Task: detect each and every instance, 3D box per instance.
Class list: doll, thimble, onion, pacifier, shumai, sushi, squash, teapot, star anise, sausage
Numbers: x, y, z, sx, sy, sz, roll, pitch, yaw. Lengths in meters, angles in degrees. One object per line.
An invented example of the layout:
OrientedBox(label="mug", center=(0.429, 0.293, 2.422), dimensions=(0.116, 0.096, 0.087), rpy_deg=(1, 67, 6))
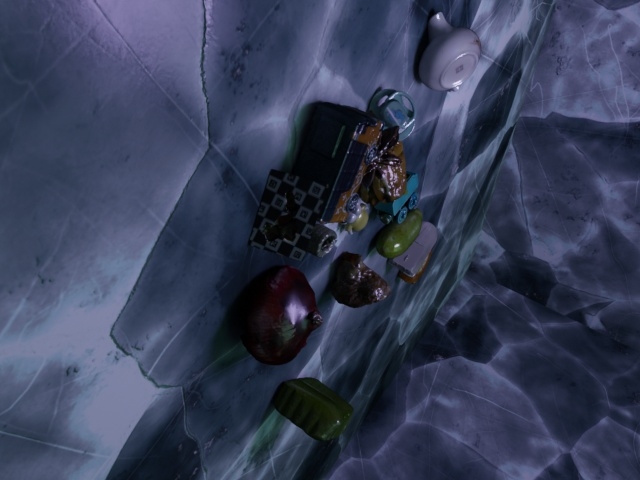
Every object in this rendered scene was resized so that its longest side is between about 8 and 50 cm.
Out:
OrientedBox(label="doll", center=(0.104, -0.076, 1.598), dimensions=(0.106, 0.062, 0.162), rpy_deg=(-58, 158, -2))
OrientedBox(label="thimble", center=(0.000, 0.000, 1.467), dimensions=(0.110, 0.062, 0.085), rpy_deg=(-12, 127, -59))
OrientedBox(label="onion", center=(-0.079, 0.205, 1.366), dimensions=(0.272, 0.195, 0.272), rpy_deg=(13, 90, -68))
OrientedBox(label="pacifier", center=(0.202, -0.359, 1.460), dimensions=(0.127, 0.150, 0.116), rpy_deg=(-45, -165, 3))
OrientedBox(label="shumai", center=(0.130, 0.123, 1.735), dimensions=(0.166, 0.205, 0.176), rpy_deg=(-33, 122, -57))
OrientedBox(label="sushi", center=(-0.075, -0.064, 1.204), dimensions=(0.031, 0.139, 0.201), rpy_deg=(-98, -153, -71))
OrientedBox(label="squash", center=(0.331, -0.038, 2.032), dimensions=(0.370, 0.118, 0.118), rpy_deg=(-37, 146, -48))
OrientedBox(label="teapot", center=(0.392, -0.557, 1.595), dimensions=(0.204, 0.139, 0.298), rpy_deg=(-31, 154, -4))
OrientedBox(label="star anise", center=(0.122, -0.233, 1.390), dimensions=(0.229, 0.093, 0.236), rpy_deg=(37, 96, -35))
OrientedBox(label="sausage", center=(0.459, 0.074, 2.423), dimensions=(0.109, 0.108, 0.271), rpy_deg=(3, 110, -64))

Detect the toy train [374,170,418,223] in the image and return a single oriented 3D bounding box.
OrientedBox(label="toy train", center=(0.265, -0.155, 1.794), dimensions=(0.198, 0.107, 0.154), rpy_deg=(-50, 146, -26))

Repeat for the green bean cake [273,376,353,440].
OrientedBox(label="green bean cake", center=(-0.019, 0.590, 1.813), dimensions=(0.125, 0.248, 0.222), rpy_deg=(-63, 153, 3))

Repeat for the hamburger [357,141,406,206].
OrientedBox(label="hamburger", center=(0.200, -0.206, 1.581), dimensions=(0.183, 0.129, 0.206), rpy_deg=(-42, 147, -43))

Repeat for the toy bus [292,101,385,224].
OrientedBox(label="toy bus", center=(0.031, -0.187, 1.249), dimensions=(0.167, 0.138, 0.275), rpy_deg=(-9, 125, -59))

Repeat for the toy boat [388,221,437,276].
OrientedBox(label="toy boat", center=(0.410, 0.039, 2.253), dimensions=(0.269, 0.140, 0.141), rpy_deg=(-48, 153, -34))
